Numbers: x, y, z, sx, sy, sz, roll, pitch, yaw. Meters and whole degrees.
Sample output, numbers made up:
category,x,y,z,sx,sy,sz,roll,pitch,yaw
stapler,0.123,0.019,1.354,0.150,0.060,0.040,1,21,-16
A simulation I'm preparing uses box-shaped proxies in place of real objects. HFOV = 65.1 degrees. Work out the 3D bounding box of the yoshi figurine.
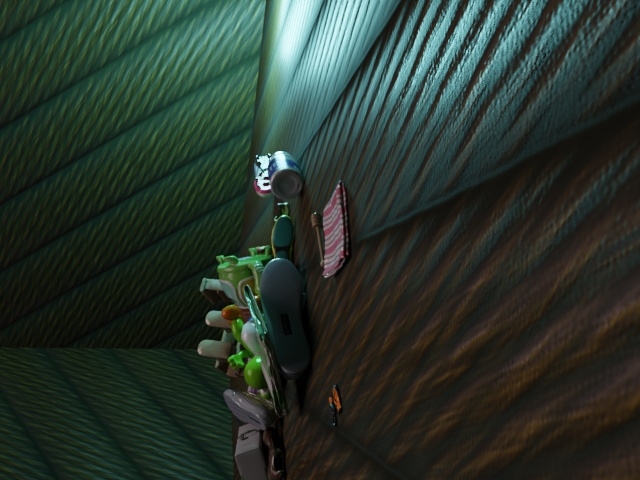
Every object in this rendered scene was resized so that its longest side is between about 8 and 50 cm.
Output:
category,x,y,z,sx,sy,sz,roll,pitch,yaw
yoshi figurine,-0.229,0.381,1.785,0.203,0.203,0.362,-41,62,36

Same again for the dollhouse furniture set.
category,x,y,z,sx,sy,sz,roll,pitch,yaw
dollhouse furniture set,-0.438,0.392,2.283,0.362,0.256,0.394,70,-154,-61

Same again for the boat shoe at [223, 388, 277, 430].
category,x,y,z,sx,sy,sz,roll,pitch,yaw
boat shoe,-0.251,0.608,1.841,0.302,0.094,0.109,7,119,49

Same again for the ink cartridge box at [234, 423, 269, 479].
category,x,y,z,sx,sy,sz,roll,pitch,yaw
ink cartridge box,-0.231,0.763,1.772,0.219,0.092,0.160,-145,39,-83

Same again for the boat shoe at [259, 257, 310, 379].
category,x,y,z,sx,sy,sz,roll,pitch,yaw
boat shoe,-0.107,0.241,1.508,0.156,0.135,0.367,108,151,-56

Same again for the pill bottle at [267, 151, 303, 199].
category,x,y,z,sx,sy,sz,roll,pitch,yaw
pill bottle,-0.123,-0.227,1.693,0.187,0.112,0.112,-108,25,-57

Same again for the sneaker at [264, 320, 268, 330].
category,x,y,z,sx,sy,sz,roll,pitch,yaw
sneaker,-0.122,0.205,1.647,0.108,0.100,0.272,-80,-2,-87

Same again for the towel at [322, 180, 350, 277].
category,x,y,z,sx,sy,sz,roll,pitch,yaw
towel,0.032,-0.025,1.177,0.144,0.029,0.197,122,149,-62

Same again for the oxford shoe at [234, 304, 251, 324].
category,x,y,z,sx,sy,sz,roll,pitch,yaw
oxford shoe,-0.349,0.299,2.537,0.146,0.140,0.397,17,-111,-72

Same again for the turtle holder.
category,x,y,z,sx,sy,sz,roll,pitch,yaw
turtle holder,-0.273,0.154,2.053,0.320,0.243,0.227,-7,96,36

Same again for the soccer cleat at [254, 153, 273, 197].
category,x,y,z,sx,sy,sz,roll,pitch,yaw
soccer cleat,-0.223,-0.250,2.160,0.331,0.116,0.143,-102,5,-54

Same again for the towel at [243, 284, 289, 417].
category,x,y,z,sx,sy,sz,roll,pitch,yaw
towel,-0.164,0.325,1.463,0.248,0.038,0.325,-125,22,-56

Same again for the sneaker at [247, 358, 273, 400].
category,x,y,z,sx,sy,sz,roll,pitch,yaw
sneaker,-0.215,0.549,1.940,0.161,0.102,0.282,-143,53,-62

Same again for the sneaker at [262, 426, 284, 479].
category,x,y,z,sx,sy,sz,roll,pitch,yaw
sneaker,-0.146,0.709,1.685,0.071,0.066,0.188,-54,36,35

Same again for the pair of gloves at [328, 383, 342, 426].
category,x,y,z,sx,sy,sz,roll,pitch,yaw
pair of gloves,0.030,0.369,1.122,0.074,0.010,0.083,-105,22,-52

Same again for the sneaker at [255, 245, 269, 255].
category,x,y,z,sx,sy,sz,roll,pitch,yaw
sneaker,-0.266,0.077,2.316,0.185,0.069,0.084,124,139,-75

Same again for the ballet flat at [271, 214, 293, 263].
category,x,y,z,sx,sy,sz,roll,pitch,yaw
ballet flat,-0.130,0.030,1.751,0.077,0.077,0.231,71,-161,-82

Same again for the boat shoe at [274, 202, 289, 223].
category,x,y,z,sx,sy,sz,roll,pitch,yaw
boat shoe,-0.153,-0.079,1.905,0.056,0.049,0.152,-108,25,-55

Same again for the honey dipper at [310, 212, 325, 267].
category,x,y,z,sx,sy,sz,roll,pitch,yaw
honey dipper,0.000,0.000,1.315,0.030,0.030,0.161,112,152,-53

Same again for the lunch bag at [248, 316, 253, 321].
category,x,y,z,sx,sy,sz,roll,pitch,yaw
lunch bag,-0.280,0.402,2.205,0.151,0.096,0.129,-156,70,-78
